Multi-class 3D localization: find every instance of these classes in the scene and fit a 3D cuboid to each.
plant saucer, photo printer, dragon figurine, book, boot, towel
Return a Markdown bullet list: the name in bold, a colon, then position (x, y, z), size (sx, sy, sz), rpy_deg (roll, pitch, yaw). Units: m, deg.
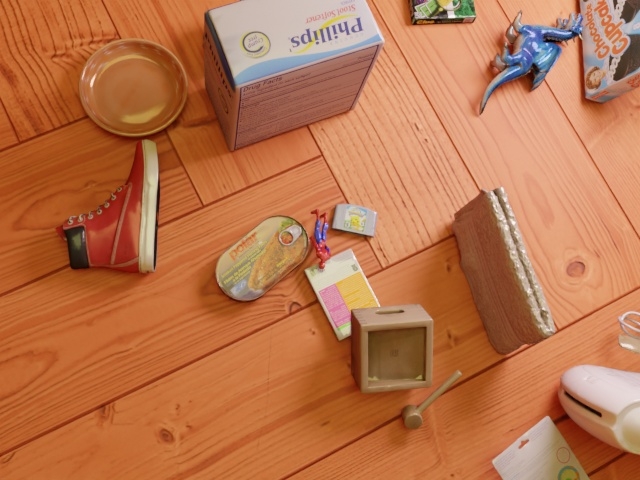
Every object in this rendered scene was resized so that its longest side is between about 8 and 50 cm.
- **plant saucer**: position (-0.350, -0.283, 1.480), size (0.200, 0.037, 0.200), rpy_deg (2, 76, -8)
- **photo printer**: position (0.575, 0.296, 1.345), size (0.308, 0.256, 0.107), rpy_deg (10, 94, -6)
- **dragon figurine**: position (0.429, -0.364, 1.587), size (0.144, 0.085, 0.289), rpy_deg (27, 72, 0)
- **book**: position (0.043, 0.099, 1.436), size (0.096, 0.035, 0.144), rpy_deg (-24, 79, -10)
- **boot**: position (-0.374, -0.067, 1.395), size (0.176, 0.088, 0.244), rpy_deg (4, 78, -6)
- **towel**: position (0.317, 0.056, 1.405), size (0.049, 0.187, 0.282), rpy_deg (-14, 77, -16)

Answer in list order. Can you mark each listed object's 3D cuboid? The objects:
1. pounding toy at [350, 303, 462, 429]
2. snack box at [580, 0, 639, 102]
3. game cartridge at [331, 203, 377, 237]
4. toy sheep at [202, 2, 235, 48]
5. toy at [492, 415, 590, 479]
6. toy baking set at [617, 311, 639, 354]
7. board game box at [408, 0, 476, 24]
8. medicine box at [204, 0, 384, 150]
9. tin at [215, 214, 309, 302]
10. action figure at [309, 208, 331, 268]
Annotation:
- **pounding toy**: position (0.149, 0.221, 1.390), size (0.181, 0.094, 0.206), rpy_deg (-4, 106, -9)
- **snack box**: position (0.613, -0.459, 1.584), size (0.060, 0.187, 0.322), rpy_deg (10, 72, -27)
- **game cartridge**: position (0.065, -0.039, 1.484), size (0.083, 0.017, 0.056), rpy_deg (11, 70, -5)
- **toy sheep**: position (-0.180, -0.394, 1.511), size (0.091, 0.091, 0.132), rpy_deg (18, 79, -3)
- **toy**: position (0.405, 0.446, 1.381), size (0.137, 0.056, 0.237), rpy_deg (-33, 87, -19)
- **toy baking set**: position (0.661, 0.180, 1.460), size (0.256, 0.030, 0.197), rpy_deg (-29, 57, -37)
- **board game box**: position (0.239, -0.574, 1.648), size (0.136, 0.030, 0.259), rpy_deg (-5, 76, -12)
- **medicine box**: position (-0.059, -0.310, 1.396), size (0.263, 0.289, 0.149), rpy_deg (-20, 79, -13)
- **tin**: position (-0.106, 0.033, 1.430), size (0.190, 0.040, 0.106), rpy_deg (-39, 87, -16)
- **action figure**: position (0.000, 0.000, 1.445), size (0.038, 0.030, 0.115), rpy_deg (25, 48, -41)
